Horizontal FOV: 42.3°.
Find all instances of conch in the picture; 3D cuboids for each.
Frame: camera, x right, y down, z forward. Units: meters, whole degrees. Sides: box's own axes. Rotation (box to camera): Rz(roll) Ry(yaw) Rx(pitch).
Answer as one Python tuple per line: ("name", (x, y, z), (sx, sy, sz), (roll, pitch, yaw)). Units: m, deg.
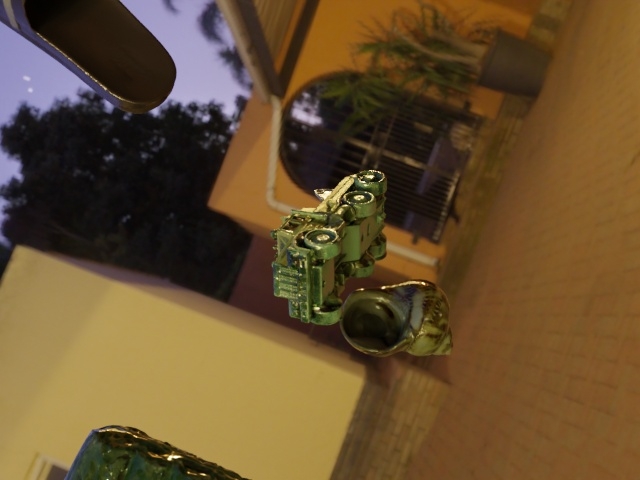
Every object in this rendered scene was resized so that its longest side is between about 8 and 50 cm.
("conch", (0.144, 0.150, 1.471), (0.187, 0.181, 0.124), (-51, -33, -26))

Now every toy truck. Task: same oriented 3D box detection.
("toy truck", (0.002, 0.002, 1.118), (0.259, 0.135, 0.128), (-56, -31, -55))

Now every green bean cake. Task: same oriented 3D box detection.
("green bean cake", (-0.184, 0.375, 1.124), (0.308, 0.300, 0.169), (100, -166, -74))

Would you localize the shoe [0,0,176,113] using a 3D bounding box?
("shoe", (-0.168, -0.160, 0.544), (0.071, 0.179, 0.049), (-49, -1, -25))
